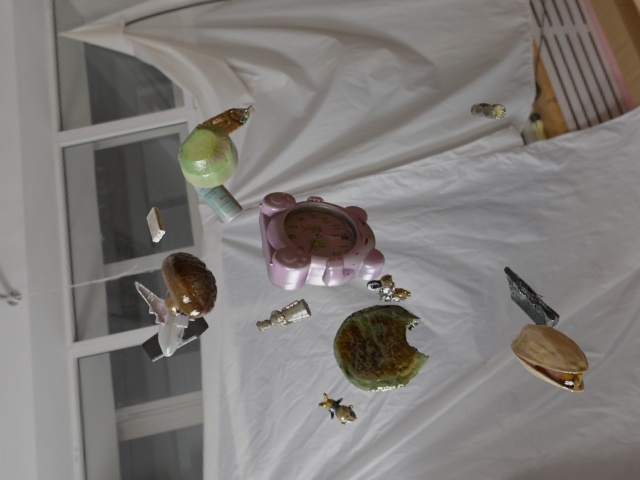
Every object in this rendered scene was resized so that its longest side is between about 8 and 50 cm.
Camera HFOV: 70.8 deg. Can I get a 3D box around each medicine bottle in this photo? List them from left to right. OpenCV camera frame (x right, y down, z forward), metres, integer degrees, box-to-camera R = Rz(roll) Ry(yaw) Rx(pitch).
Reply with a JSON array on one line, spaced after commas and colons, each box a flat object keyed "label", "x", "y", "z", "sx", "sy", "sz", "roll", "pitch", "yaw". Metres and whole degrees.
[{"label": "medicine bottle", "x": -0.499, "y": -0.239, "z": 2.011, "sx": 0.352, "sy": 0.110, "sz": 0.110, "roll": 50, "pitch": -175, "yaw": -11}]

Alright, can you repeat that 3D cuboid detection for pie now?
[{"label": "pie", "x": 0.184, "y": 0.333, "z": 1.413, "sx": 0.067, "sy": 0.302, "sz": 0.303, "roll": 61, "pitch": -166, "yaw": -55}]

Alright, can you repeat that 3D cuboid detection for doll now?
[{"label": "doll", "x": 0.079, "y": 0.724, "z": 1.922, "sx": 0.102, "sy": 0.179, "sz": 0.089, "roll": -63, "pitch": 8, "yaw": -11}]

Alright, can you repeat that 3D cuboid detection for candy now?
[{"label": "candy", "x": -0.397, "y": -0.502, "z": 1.928, "sx": 0.101, "sy": 0.271, "sz": 0.143, "roll": 61, "pitch": 175, "yaw": -11}]

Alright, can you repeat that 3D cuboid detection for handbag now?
[{"label": "handbag", "x": 0.802, "y": 0.224, "z": 1.711, "sx": 0.175, "sy": 0.088, "sz": 0.270, "roll": 45, "pitch": -170, "yaw": -46}]

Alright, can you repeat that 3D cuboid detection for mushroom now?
[{"label": "mushroom", "x": -0.210, "y": 0.073, "z": 0.728, "sx": 0.126, "sy": 0.085, "sz": 0.109, "roll": -131, "pitch": 40, "yaw": -65}]

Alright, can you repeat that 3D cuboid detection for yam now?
[{"label": "yam", "x": 0.658, "y": -0.515, "z": 1.782, "sx": 0.253, "sy": 0.061, "sz": 0.061, "roll": -92, "pitch": -9, "yaw": -72}]

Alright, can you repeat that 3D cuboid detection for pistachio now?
[{"label": "pistachio", "x": 0.663, "y": 0.336, "z": 1.298, "sx": 0.229, "sy": 0.157, "sz": 0.157, "roll": -137, "pitch": 32, "yaw": -60}]

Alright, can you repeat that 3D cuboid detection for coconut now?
[{"label": "coconut", "x": -0.403, "y": -0.304, "z": 1.621, "sx": 0.236, "sy": 0.204, "sz": 0.236, "roll": 171, "pitch": 90, "yaw": -86}]

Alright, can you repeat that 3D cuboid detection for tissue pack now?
[{"label": "tissue pack", "x": -0.536, "y": -0.052, "z": 1.465, "sx": 0.023, "sy": 0.056, "sz": 0.108, "roll": 13, "pitch": -140, "yaw": -44}]

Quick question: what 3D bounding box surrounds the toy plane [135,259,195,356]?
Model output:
[{"label": "toy plane", "x": -0.400, "y": 0.188, "z": 1.246, "sx": 0.251, "sy": 0.101, "sz": 0.255, "roll": 30, "pitch": -126, "yaw": -57}]

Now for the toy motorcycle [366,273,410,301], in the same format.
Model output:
[{"label": "toy motorcycle", "x": 0.331, "y": 0.227, "z": 2.099, "sx": 0.130, "sy": 0.229, "sz": 0.094, "roll": -42, "pitch": 34, "yaw": 38}]

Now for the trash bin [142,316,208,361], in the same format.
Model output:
[{"label": "trash bin", "x": -0.618, "y": 0.399, "z": 1.916, "sx": 0.115, "sy": 0.225, "sz": 0.165, "roll": 58, "pitch": -174, "yaw": -3}]

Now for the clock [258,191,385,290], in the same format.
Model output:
[{"label": "clock", "x": 0.000, "y": 0.000, "z": 1.239, "sx": 0.113, "sy": 0.322, "sz": 0.296, "roll": 109, "pitch": 154, "yaw": -44}]

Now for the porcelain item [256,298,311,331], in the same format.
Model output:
[{"label": "porcelain item", "x": -0.145, "y": 0.290, "z": 1.693, "sx": 0.054, "sy": 0.213, "sz": 0.084, "roll": -78, "pitch": -37, "yaw": -73}]
